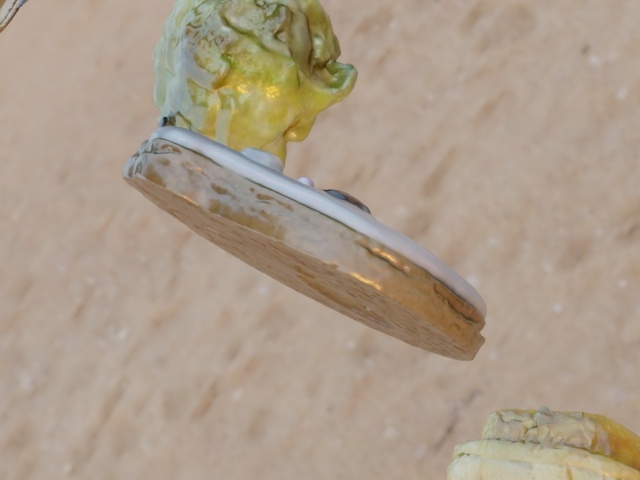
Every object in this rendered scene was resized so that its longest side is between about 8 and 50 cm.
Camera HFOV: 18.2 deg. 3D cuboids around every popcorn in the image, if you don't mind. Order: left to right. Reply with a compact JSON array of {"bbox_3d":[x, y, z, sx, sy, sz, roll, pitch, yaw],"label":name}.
[{"bbox_3d":[-0.062,-0.120,1.483,0.173,0.142,0.173,-21,61,44],"label":"popcorn"}]

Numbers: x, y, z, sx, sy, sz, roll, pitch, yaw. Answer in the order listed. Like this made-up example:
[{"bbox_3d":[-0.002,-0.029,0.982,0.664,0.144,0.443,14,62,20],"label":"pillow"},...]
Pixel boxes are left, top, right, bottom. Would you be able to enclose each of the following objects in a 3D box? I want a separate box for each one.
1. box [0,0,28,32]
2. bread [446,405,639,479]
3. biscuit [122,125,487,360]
[{"bbox_3d":[-0.201,-0.203,1.243,0.177,0.111,0.111,-59,23,-7],"label":"box"},{"bbox_3d":[0.253,0.257,2.101,0.236,0.198,0.120,1,64,32],"label":"bread"},{"bbox_3d":[0.000,0.000,1.071,0.208,0.181,0.049,22,82,28],"label":"biscuit"}]
